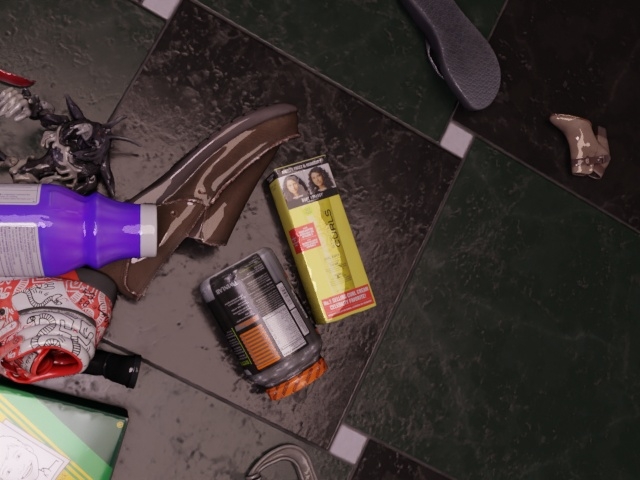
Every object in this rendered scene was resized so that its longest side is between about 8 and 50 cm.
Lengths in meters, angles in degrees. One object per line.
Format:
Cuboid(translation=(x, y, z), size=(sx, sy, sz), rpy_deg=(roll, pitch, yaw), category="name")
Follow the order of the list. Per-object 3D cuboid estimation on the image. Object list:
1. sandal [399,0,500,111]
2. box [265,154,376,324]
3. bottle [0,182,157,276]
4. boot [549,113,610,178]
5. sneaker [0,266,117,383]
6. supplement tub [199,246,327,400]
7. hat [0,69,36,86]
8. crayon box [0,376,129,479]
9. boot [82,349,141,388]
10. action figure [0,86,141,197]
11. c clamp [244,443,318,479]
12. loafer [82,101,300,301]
Cuboid(translation=(0.202, -0.315, 1.287), size=(0.097, 0.054, 0.255), rpy_deg=(-22, 79, -23), category="sandal")
Cuboid(translation=(0.000, 0.000, 1.184), size=(0.087, 0.058, 0.232), rpy_deg=(-17, 88, -17), category="box")
Cuboid(translation=(-0.339, -0.012, 0.974), size=(0.282, 0.118, 0.092), rpy_deg=(-1, 50, -12), category="bottle")
Cuboid(translation=(0.420, -0.150, 1.322), size=(0.118, 0.042, 0.087), rpy_deg=(13, 82, -12), category="boot")
Cuboid(translation=(-0.400, 0.091, 1.008), size=(0.269, 0.090, 0.145), rpy_deg=(10, 46, -3), category="sneaker")
Cuboid(translation=(-0.074, 0.115, 1.121), size=(0.117, 0.117, 0.190), rpy_deg=(-29, 91, -16), category="supplement tub")
Cuboid(translation=(-0.551, -0.235, 1.090), size=(0.208, 0.184, 0.173), rpy_deg=(20, 66, 31), category="hat")
Cuboid(translation=(-0.441, 0.350, 0.996), size=(0.313, 0.106, 0.363), rpy_deg=(17, 81, -13), category="crayon box")
Cuboid(translation=(-0.289, 0.160, 1.060), size=(0.099, 0.121, 0.045), rpy_deg=(16, 78, -19), category="boot")
Cuboid(translation=(-0.373, -0.104, 1.060), size=(0.275, 0.141, 0.164), rpy_deg=(-26, 87, -13), category="action figure")
Cuboid(translation=(-0.058, 0.374, 1.141), size=(0.137, 0.022, 0.161), rpy_deg=(-14, 87, -16), category="c clamp")
Cuboid(translation=(-0.162, -0.052, 1.123), size=(0.366, 0.134, 0.130), rpy_deg=(-39, 98, -6), category="loafer")
